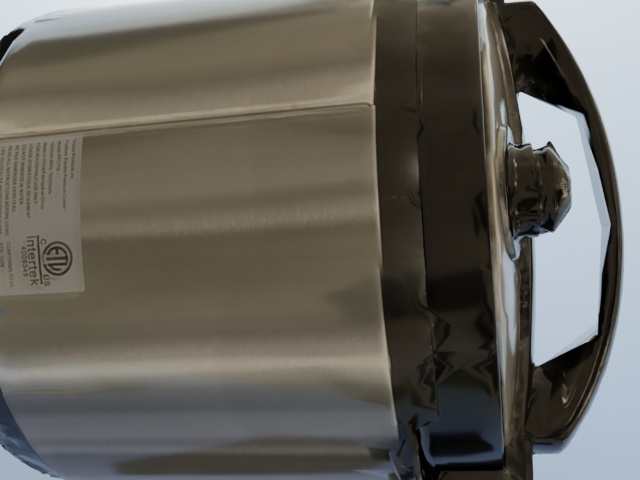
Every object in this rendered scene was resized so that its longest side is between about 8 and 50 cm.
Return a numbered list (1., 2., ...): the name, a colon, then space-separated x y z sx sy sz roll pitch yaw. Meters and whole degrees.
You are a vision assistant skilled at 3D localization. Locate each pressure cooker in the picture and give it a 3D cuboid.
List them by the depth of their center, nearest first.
1. pressure cooker: -0.001 0.001 0.611 0.421 0.369 0.375 -4 -147 12
